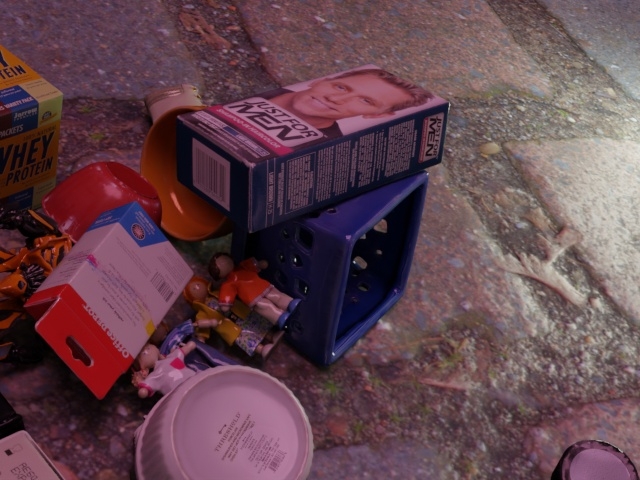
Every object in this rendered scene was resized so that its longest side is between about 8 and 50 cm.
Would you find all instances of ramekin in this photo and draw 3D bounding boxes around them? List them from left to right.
[{"bbox_3d":[-0.106,0.243,1.160,0.207,0.109,0.207,10,58,-17],"label":"ramekin"}]

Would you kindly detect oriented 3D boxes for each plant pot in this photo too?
[{"bbox_3d":[-0.146,-0.108,1.568,0.205,0.205,0.188,41,28,26],"label":"plant pot"},{"bbox_3d":[0.000,0.000,1.454,0.212,0.236,0.236,27,39,23],"label":"plant pot"}]

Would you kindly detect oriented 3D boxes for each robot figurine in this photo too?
[{"bbox_3d":[-0.408,0.063,1.222,0.085,0.211,0.291,-5,5,37],"label":"robot figurine"}]

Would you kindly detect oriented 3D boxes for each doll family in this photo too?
[{"bbox_3d":[-0.158,0.133,1.345,0.163,0.118,0.263,33,59,10],"label":"doll family"}]

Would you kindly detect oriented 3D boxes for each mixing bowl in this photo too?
[{"bbox_3d":[-0.297,-0.050,1.440,0.181,0.098,0.181,35,13,-9],"label":"mixing bowl"}]

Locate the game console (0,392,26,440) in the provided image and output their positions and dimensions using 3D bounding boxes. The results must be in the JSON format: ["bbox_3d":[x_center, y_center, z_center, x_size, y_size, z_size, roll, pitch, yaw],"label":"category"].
[{"bbox_3d":[-0.408,0.236,1.146,0.122,0.107,0.071,-23,18,-38],"label":"game console"}]

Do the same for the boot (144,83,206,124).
[{"bbox_3d":[-0.196,-0.205,1.744,0.213,0.077,0.165,-1,40,-18],"label":"boot"}]

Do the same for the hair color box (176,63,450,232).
[{"bbox_3d":[-0.007,-0.137,1.366,0.347,0.105,0.174,-21,40,-35],"label":"hair color box"}]

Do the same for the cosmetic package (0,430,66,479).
[{"bbox_3d":[-0.307,0.328,0.873,0.160,0.309,0.113,-25,54,-39],"label":"cosmetic package"}]

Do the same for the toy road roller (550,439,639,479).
[{"bbox_3d":[0.375,0.403,1.140,0.329,0.202,0.241,14,50,4],"label":"toy road roller"}]

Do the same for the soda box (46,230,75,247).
[{"bbox_3d":[-0.333,0.048,1.400,0.061,0.058,0.181,-20,51,-38],"label":"soda box"}]

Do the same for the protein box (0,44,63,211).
[{"bbox_3d":[-0.502,-0.165,1.477,0.200,0.201,0.136,37,43,23],"label":"protein box"}]

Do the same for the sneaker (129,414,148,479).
[{"bbox_3d":[-0.213,0.255,1.220,0.043,0.040,0.109,6,33,12],"label":"sneaker"}]

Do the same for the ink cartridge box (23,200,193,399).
[{"bbox_3d":[-0.273,0.077,1.253,0.134,0.078,0.231,55,44,-24],"label":"ink cartridge box"}]
